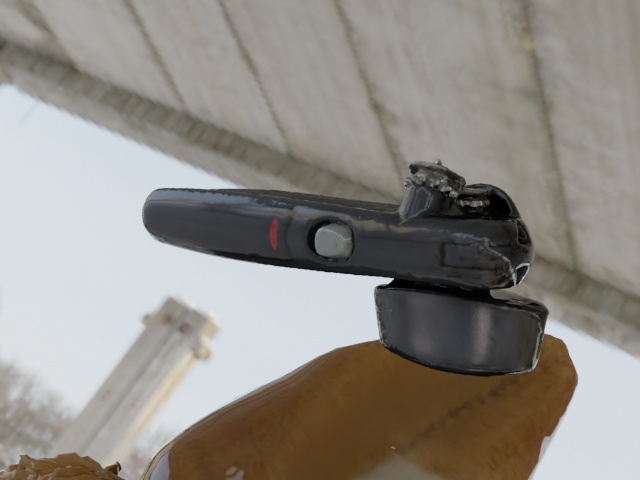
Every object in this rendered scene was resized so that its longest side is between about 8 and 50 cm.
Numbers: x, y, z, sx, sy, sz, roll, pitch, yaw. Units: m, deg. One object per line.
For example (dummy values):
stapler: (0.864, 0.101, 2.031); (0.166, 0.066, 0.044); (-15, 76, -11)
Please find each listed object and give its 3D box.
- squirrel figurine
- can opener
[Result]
squirrel figurine: (-0.073, 0.241, 0.737); (0.397, 0.281, 0.370); (2, -25, -22)
can opener: (0.000, 0.000, 0.481); (0.186, 0.073, 0.059); (13, 0, 37)
